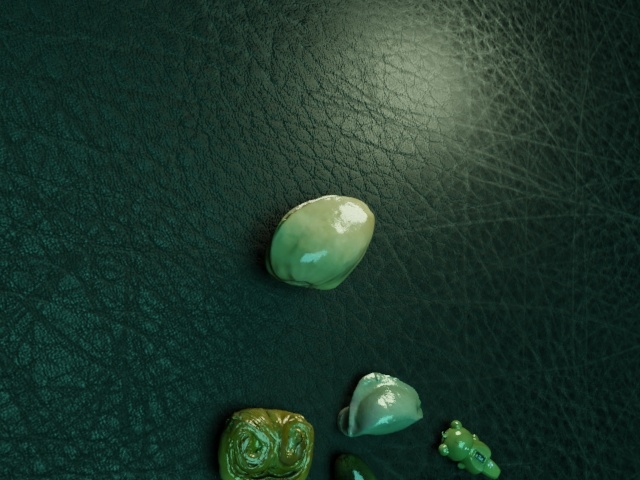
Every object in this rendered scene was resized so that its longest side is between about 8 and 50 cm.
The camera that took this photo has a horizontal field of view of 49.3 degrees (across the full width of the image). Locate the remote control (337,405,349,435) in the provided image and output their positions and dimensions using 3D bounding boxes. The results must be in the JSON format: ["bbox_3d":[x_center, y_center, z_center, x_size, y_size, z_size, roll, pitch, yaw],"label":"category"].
[{"bbox_3d":[0.152,0.452,1.830,0.245,0.022,0.077,-10,89,-29],"label":"remote control"}]

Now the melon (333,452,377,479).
[{"bbox_3d":[0.089,0.606,1.743,0.099,0.099,0.162,-29,94,-27],"label":"melon"}]

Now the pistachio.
[{"bbox_3d":[0.000,0.000,1.686,0.318,0.194,0.213,-42,117,-35],"label":"pistachio"}]

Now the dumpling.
[{"bbox_3d":[0.152,0.427,1.776,0.217,0.149,0.104,-16,132,-22],"label":"dumpling"}]

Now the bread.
[{"bbox_3d":[-0.130,0.492,1.622,0.236,0.120,0.198,11,80,-26],"label":"bread"}]

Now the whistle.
[{"bbox_3d":[0.414,0.588,1.924,0.227,0.085,0.105,39,70,-19],"label":"whistle"}]
